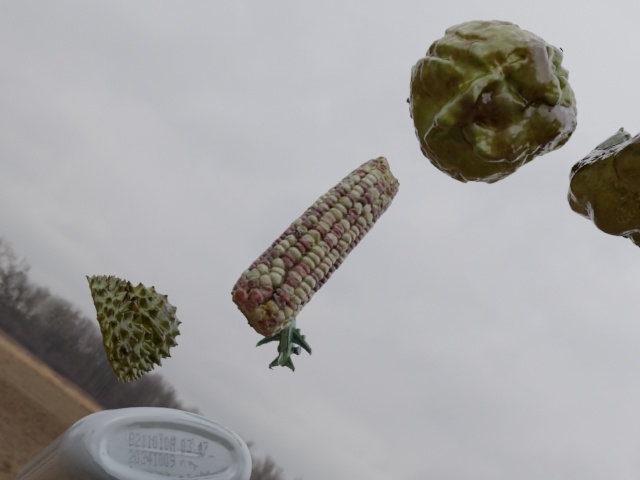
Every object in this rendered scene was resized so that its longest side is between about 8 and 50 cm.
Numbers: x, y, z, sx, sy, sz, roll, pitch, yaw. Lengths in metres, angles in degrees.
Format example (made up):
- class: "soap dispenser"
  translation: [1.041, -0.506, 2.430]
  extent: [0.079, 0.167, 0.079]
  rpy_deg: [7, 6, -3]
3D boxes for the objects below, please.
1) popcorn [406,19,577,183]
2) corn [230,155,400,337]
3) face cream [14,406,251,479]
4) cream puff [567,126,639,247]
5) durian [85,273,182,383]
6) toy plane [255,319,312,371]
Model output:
- class: "popcorn"
  translation: [0.285, -0.245, 1.179]
  extent: [0.282, 0.282, 0.247]
  rpy_deg: [44, -8, -16]
- class: "corn"
  translation: [0.000, 0.000, 0.734]
  extent: [0.079, 0.237, 0.079]
  rpy_deg: [40, -14, 12]
- class: "face cream"
  translation: [-0.205, 0.240, 0.657]
  extent: [0.163, 0.080, 0.336]
  rpy_deg: [17, -35, -28]
- class: "cream puff"
  translation: [0.516, -0.098, 1.010]
  extent: [0.185, 0.282, 0.282]
  rpy_deg: [54, -20, 3]
- class: "durian"
  translation: [-0.256, 0.123, 0.984]
  extent: [0.119, 0.108, 0.187]
  rpy_deg: [-132, -154, -65]
- class: "toy plane"
  translation: [-0.043, 0.128, 0.888]
  extent: [0.080, 0.083, 0.033]
  rpy_deg: [4, -13, 26]
